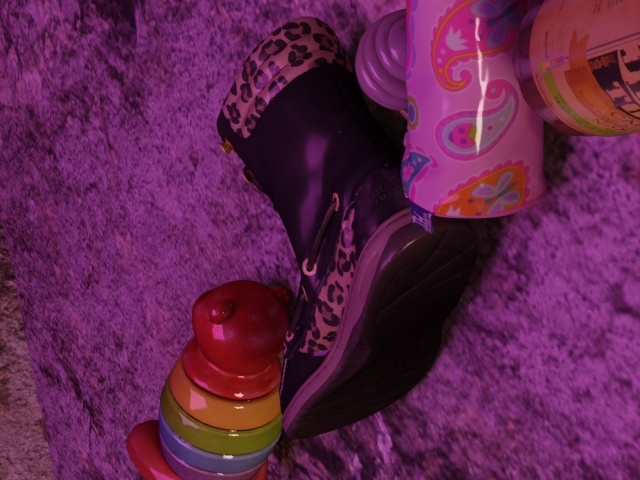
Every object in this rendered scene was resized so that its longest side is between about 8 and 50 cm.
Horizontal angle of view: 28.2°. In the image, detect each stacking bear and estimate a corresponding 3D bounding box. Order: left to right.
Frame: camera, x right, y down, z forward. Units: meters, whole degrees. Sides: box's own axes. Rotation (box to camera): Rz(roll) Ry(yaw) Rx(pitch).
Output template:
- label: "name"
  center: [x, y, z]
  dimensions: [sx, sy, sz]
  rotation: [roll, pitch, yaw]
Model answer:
- label: "stacking bear"
  center: [-0.113, 0.170, 1.521]
  dimensions: [0.164, 0.175, 0.289]
  rotation: [52, 138, 41]

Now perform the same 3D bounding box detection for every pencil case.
- label: "pencil case"
  center: [0.109, -0.154, 0.941]
  dimensions: [0.124, 0.124, 0.284]
  rotation: [35, 135, 52]

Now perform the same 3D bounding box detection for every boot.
- label: "boot"
  center: [0.000, 0.000, 1.220]
  dimensions: [0.284, 0.138, 0.377]
  rotation: [62, 154, 27]

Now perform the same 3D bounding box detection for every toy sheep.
- label: "toy sheep"
  center: [0.072, -0.149, 1.057]
  dimensions: [0.091, 0.091, 0.132]
  rotation: [69, 158, 10]

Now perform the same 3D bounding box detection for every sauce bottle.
- label: "sauce bottle"
  center: [0.222, -0.124, 0.696]
  dimensions: [0.344, 0.111, 0.111]
  rotation: [174, 81, -74]
